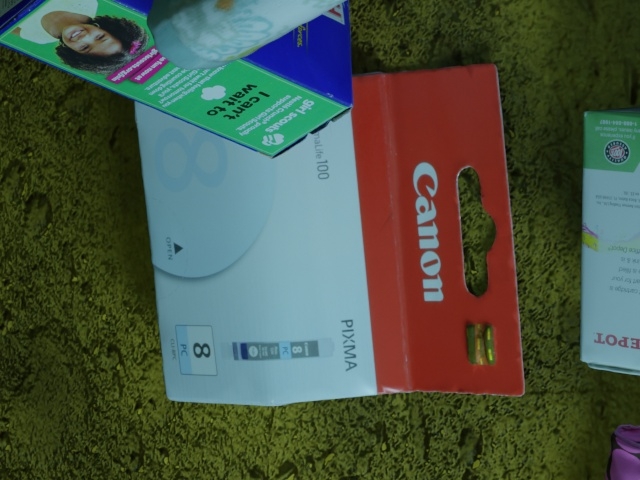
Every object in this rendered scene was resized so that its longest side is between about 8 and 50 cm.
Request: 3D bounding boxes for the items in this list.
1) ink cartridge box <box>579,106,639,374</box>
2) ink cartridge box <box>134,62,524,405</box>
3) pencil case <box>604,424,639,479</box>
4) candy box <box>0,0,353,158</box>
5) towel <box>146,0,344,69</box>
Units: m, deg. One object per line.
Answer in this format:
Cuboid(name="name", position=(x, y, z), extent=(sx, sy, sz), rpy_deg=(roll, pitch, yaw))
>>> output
Cuboid(name="ink cartridge box", position=(0.296, 0.002, 1.536), extent=(0.154, 0.093, 0.212), rpy_deg=(7, 99, 39))
Cuboid(name="ink cartridge box", position=(0.000, 0.000, 1.781), extent=(0.385, 0.091, 0.308), rpy_deg=(-1, 96, 41))
Cuboid(name="pencil case", position=(0.269, 0.255, 1.601), extent=(0.098, 0.095, 0.209), rpy_deg=(27, 111, 51))
Cuboid(name="candy box", position=(-0.124, -0.254, 1.649), extent=(0.122, 0.317, 0.268), rpy_deg=(-29, 53, 41))
Cuboid(name="towel", position=(0.066, -0.280, 1.514), extent=(0.320, 0.374, 0.090), rpy_deg=(-27, 102, 38))
